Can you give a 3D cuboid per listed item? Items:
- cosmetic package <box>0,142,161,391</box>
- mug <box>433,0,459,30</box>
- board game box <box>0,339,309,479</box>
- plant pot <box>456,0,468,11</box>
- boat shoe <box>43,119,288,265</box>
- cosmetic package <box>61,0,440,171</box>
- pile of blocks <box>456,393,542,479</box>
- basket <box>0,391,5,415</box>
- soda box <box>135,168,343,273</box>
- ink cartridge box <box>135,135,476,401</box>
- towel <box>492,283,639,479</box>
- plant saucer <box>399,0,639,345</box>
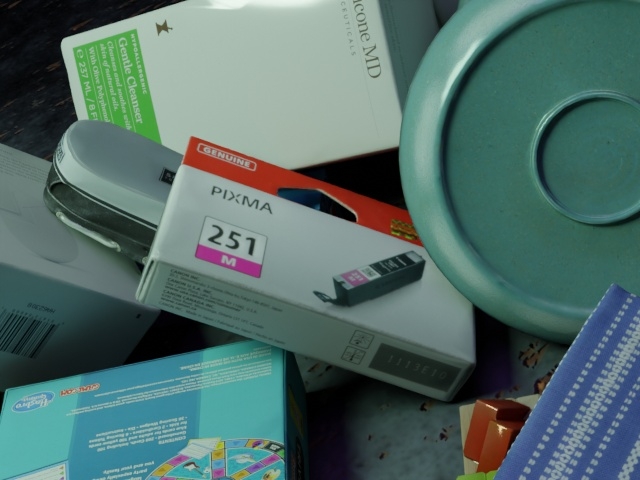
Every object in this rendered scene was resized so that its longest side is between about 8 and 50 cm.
[{"bbox_3d":[-0.305,0.018,1.060,0.138,0.224,0.225,-51,44,18],"label":"cosmetic package"},{"bbox_3d":[0.211,-0.353,1.245,0.328,0.276,0.374,-44,22,-18],"label":"mug"},{"bbox_3d":[-0.136,0.232,0.858,0.253,0.079,0.336,-12,37,7],"label":"board game box"},{"bbox_3d":[0.235,-0.134,1.008,0.293,0.293,0.196,20,81,43],"label":"plant pot"},{"bbox_3d":[-0.114,0.003,1.059,0.306,0.105,0.113,24,39,-11],"label":"boat shoe"},{"bbox_3d":[-0.063,-0.160,1.174,0.365,0.197,0.155,-12,4,28],"label":"cosmetic package"},{"bbox_3d":[0.102,0.226,0.723,0.149,0.113,0.362,4,44,32],"label":"pile of blocks"},{"bbox_3d":[-0.403,0.095,1.076,0.223,0.213,0.299,-20,35,4],"label":"basket"},{"bbox_3d":[-0.087,-0.008,1.163,0.210,0.067,0.071,-12,37,15],"label":"soda box"},{"bbox_3d":[0.000,0.000,0.986,0.275,0.060,0.239,19,39,-9],"label":"ink cartridge box"},{"bbox_3d":[0.281,0.176,0.680,0.336,0.040,0.243,24,56,24],"label":"towel"},{"bbox_3d":[0.215,-0.065,0.878,0.317,0.318,0.044,-12,8,15],"label":"plant saucer"}]
